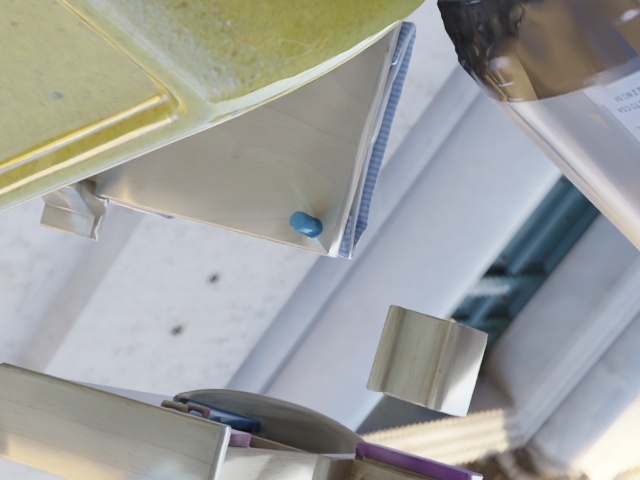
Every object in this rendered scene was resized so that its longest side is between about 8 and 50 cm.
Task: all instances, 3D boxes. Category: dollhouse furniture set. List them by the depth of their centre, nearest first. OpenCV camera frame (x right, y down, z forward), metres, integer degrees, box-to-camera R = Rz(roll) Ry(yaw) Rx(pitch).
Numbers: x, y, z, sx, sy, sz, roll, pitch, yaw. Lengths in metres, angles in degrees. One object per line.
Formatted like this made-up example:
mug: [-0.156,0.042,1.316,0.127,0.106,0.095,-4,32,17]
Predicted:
dollhouse furniture set: [0.000,0.000,0.773,0.286,0.303,0.198,12,176,25]

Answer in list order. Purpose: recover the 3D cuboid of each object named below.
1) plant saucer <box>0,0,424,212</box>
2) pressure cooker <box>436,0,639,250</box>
plant saucer: [-0.186,-0.099,0.476,0.333,0.332,0.081,39,-134,-38]
pressure cooker: [0.300,-0.074,0.583,0.420,0.375,0.370,43,-177,-14]
